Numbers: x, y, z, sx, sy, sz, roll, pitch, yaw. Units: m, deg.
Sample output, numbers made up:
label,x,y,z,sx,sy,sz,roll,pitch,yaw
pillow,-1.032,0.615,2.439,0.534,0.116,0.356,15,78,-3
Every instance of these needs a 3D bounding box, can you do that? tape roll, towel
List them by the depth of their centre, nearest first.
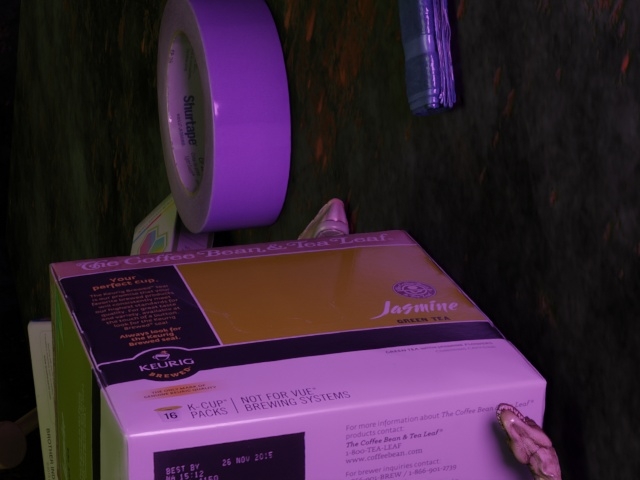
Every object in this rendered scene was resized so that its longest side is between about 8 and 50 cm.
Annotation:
label,x,y,z,sx,sy,sz,roll,pitch,yaw
towel,0.088,-0.165,1.490,0.067,0.029,0.119,173,91,-73
tape roll,-0.114,-0.148,2.051,0.275,0.090,0.275,174,90,-72

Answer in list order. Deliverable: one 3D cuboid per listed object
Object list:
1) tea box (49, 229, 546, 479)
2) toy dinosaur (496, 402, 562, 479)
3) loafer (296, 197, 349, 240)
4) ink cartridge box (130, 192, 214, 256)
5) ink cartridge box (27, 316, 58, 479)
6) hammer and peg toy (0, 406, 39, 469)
label,x,y,z,sx,sy,sz,roll,pitch,yaw
tea box,-0.034,0.156,1.475,0.323,0.329,0.220,-126,34,-61
toy dinosaur,0.178,0.248,1.283,0.118,0.064,0.268,-172,75,-79
loafer,0.000,0.000,1.818,0.125,0.045,0.039,129,150,-57
ink cartridge box,-0.190,0.042,2.231,0.109,0.062,0.209,-41,30,37
ink cartridge box,-0.152,0.209,2.024,0.395,0.151,0.270,-5,92,50
hammer and peg toy,-0.269,0.332,2.268,0.127,0.266,0.361,-9,119,43
